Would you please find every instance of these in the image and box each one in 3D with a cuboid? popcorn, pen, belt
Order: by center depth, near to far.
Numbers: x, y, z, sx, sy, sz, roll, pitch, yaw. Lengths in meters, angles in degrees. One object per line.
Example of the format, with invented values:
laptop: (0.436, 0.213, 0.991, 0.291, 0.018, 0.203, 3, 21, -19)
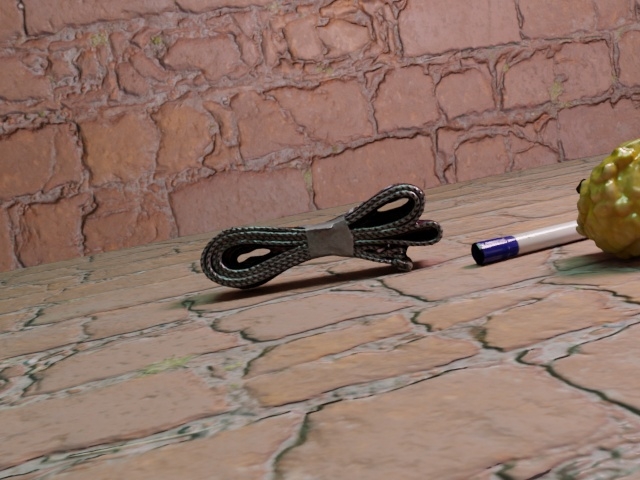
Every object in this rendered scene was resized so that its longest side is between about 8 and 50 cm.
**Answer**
popcorn: (0.395, -0.048, 0.905, 0.180, 0.180, 0.170, -13, 35, -20)
pen: (0.336, -0.008, 1.071, 0.269, 0.033, 0.033, -13, 7, -19)
belt: (0.000, 0.000, 1.121, 0.359, 0.126, 0.094, -10, 5, 5)
